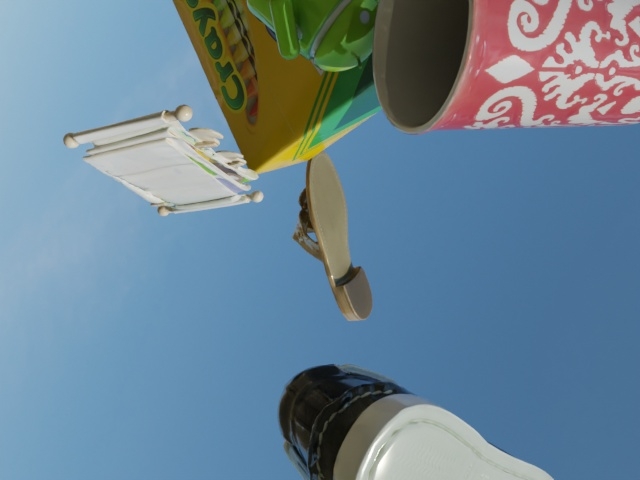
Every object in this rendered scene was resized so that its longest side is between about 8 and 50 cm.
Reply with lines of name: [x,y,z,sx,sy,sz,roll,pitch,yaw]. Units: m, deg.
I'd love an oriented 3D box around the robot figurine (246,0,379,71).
robot figurine: [-0.004,-0.165,0.443,0.101,0.115,0.067,-48,178,-36]

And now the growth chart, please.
growth chart: [-0.156,-0.076,0.697,0.172,0.237,0.021,-5,-109,14]

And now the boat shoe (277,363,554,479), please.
boat shoe: [0.084,0.174,0.443,0.114,0.302,0.091,-49,-142,-15]

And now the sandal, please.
sandal: [-0.003,0.002,0.874,0.079,0.088,0.240,-10,-77,34]

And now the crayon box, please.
crayon box: [-0.033,-0.296,0.660,0.313,0.106,0.363,-27,-94,48]

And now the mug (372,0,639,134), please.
mug: [0.128,-0.135,0.401,0.113,0.169,0.150,116,-34,-51]
